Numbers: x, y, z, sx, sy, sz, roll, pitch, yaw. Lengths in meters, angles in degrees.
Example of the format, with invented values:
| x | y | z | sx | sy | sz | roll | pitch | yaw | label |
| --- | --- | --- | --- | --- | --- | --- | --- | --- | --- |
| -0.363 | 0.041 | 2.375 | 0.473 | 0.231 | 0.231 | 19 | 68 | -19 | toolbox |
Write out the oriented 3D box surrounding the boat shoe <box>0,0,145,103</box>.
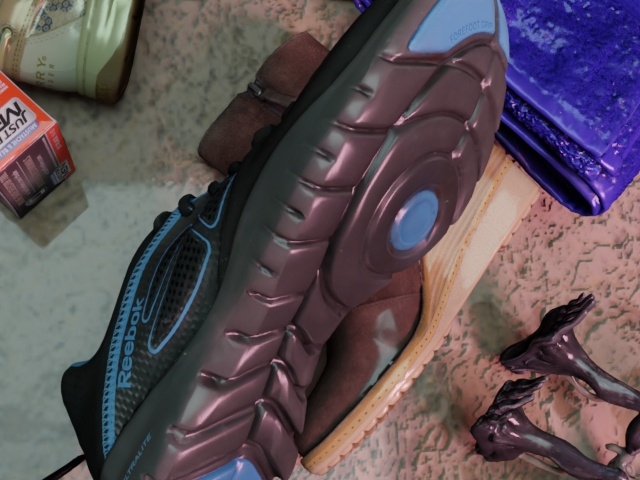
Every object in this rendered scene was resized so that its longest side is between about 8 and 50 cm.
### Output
| x | y | z | sx | sy | sz | roll | pitch | yaw | label |
| --- | --- | --- | --- | --- | --- | --- | --- | --- | --- |
| -0.151 | -0.235 | 0.491 | 0.089 | 0.104 | 0.285 | 8 | 77 | -13 | boat shoe |

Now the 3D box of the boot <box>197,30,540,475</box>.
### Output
| x | y | z | sx | sy | sz | roll | pitch | yaw | label |
| --- | --- | --- | --- | --- | --- | --- | --- | --- | --- |
| 0.000 | 0.000 | 0.498 | 0.207 | 0.090 | 0.248 | 33 | 78 | 12 | boot |

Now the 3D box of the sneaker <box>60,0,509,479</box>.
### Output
| x | y | z | sx | sy | sz | roll | pitch | yaw | label |
| --- | --- | --- | --- | --- | --- | --- | --- | --- | --- |
| -0.033 | -0.004 | 0.397 | 0.140 | 0.125 | 0.341 | 38 | 96 | 39 | sneaker |

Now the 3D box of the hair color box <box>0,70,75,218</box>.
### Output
| x | y | z | sx | sy | sz | roll | pitch | yaw | label |
| --- | --- | --- | --- | --- | --- | --- | --- | --- | --- |
| -0.231 | -0.096 | 0.449 | 0.167 | 0.093 | 0.053 | 44 | 73 | 0 | hair color box |

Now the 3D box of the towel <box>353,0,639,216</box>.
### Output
| x | y | z | sx | sy | sz | roll | pitch | yaw | label |
| --- | --- | --- | --- | --- | --- | --- | --- | --- | --- |
| 0.201 | -0.195 | 0.531 | 0.227 | 0.076 | 0.308 | 44 | 69 | 1 | towel |

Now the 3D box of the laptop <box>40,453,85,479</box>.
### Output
| x | y | z | sx | sy | sz | roll | pitch | yaw | label |
| --- | --- | --- | --- | --- | --- | --- | --- | --- | --- |
| -0.333 | 0.113 | 0.232 | 0.408 | 0.382 | 0.236 | 24 | 73 | -5 | laptop |

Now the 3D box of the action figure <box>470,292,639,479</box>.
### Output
| x | y | z | sx | sy | sz | roll | pitch | yaw | label |
| --- | --- | --- | --- | --- | --- | --- | --- | --- | --- |
| 0.226 | 0.172 | 0.463 | 0.276 | 0.141 | 0.164 | 43 | 62 | 2 | action figure |

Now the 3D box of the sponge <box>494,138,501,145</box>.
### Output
| x | y | z | sx | sy | sz | roll | pitch | yaw | label |
| --- | --- | --- | --- | --- | --- | --- | --- | --- | --- |
| 0.218 | -0.139 | 0.584 | 0.117 | 0.031 | 0.210 | 37 | 73 | -2 | sponge |
